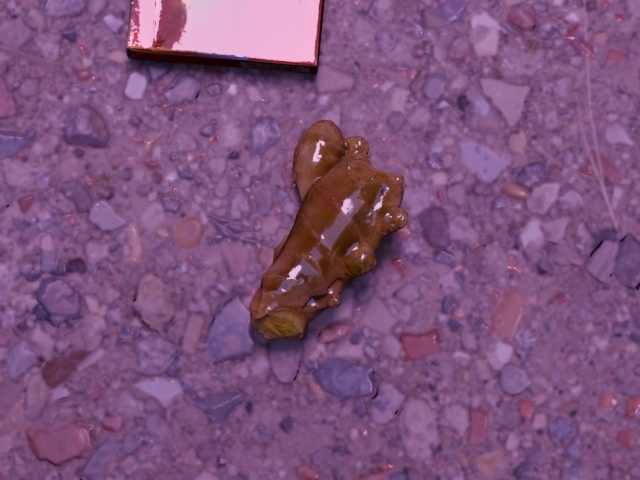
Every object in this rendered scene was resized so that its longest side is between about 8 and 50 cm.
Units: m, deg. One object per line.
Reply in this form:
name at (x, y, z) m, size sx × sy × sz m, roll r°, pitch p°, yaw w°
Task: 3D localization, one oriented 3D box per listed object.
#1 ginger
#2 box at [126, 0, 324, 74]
ginger at (0.014, -0.003, 1.284) m, size 0.115 × 0.081 × 0.206 m, roll 15°, pitch 82°, yaw 3°
box at (-0.084, -0.214, 1.319) m, size 0.175 × 0.048 × 0.112 m, roll 6°, pitch 86°, yaw -1°
